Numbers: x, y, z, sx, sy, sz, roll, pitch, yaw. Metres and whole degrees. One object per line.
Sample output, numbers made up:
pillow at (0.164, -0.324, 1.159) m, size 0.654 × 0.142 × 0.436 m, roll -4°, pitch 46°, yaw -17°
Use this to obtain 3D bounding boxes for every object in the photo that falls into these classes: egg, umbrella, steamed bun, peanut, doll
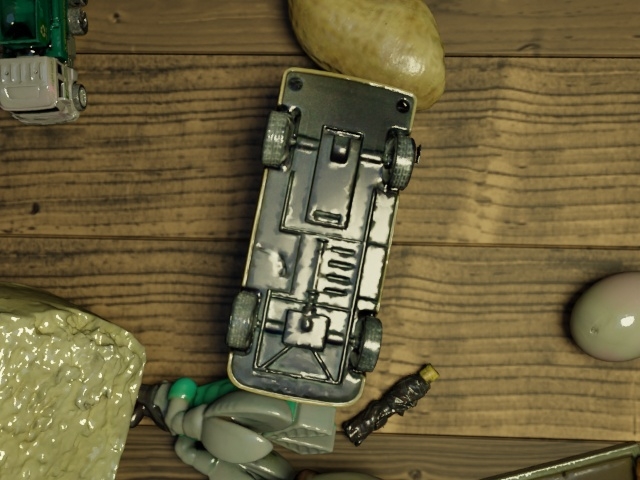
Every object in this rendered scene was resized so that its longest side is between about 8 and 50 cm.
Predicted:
egg at (0.371, 0.092, 0.898) m, size 0.135 × 0.103 × 0.103 m, roll -28°, pitch 87°, yaw -1°
umbrella at (0.092, 0.211, 0.941) m, size 0.144 × 0.037 × 0.040 m, roll -39°, pitch 74°, yaw 4°
steamed bun at (-0.389, 0.181, 0.832) m, size 0.273 × 0.272 × 0.290 m, roll 25°, pitch 83°, yaw 34°
peanut at (0.054, -0.261, 0.919) m, size 0.253 × 0.122 × 0.137 m, roll 32°, pitch 81°, yaw 7°
doll at (-0.109, 0.246, 0.913) m, size 0.258 × 0.195 × 0.153 m, roll -11°, pitch 51°, yaw 27°

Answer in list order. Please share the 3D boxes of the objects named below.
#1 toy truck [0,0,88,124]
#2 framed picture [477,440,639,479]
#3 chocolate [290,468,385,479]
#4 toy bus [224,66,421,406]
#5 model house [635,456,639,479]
toy truck at (-0.368, -0.263, 0.938) m, size 0.110 × 0.116 × 0.216 m, roll -2°, pitch 88°, yaw 3°
framed picture at (0.282, 0.406, 0.935) m, size 0.314 × 0.024 × 0.232 m, roll -15°, pitch 88°, yaw 1°
chocolate at (0.014, 0.386, 0.848) m, size 0.283 × 0.186 × 0.284 m, roll -8°, pitch 121°, yaw -13°
toy bus at (0.000, 0.000, 0.873) m, size 0.176 × 0.202 × 0.366 m, roll 12°, pitch 86°, yaw -3°
model house at (0.515, 0.332, 0.825) m, size 0.237 × 0.202 × 0.237 m, roll -34°, pitch 91°, yaw -1°
